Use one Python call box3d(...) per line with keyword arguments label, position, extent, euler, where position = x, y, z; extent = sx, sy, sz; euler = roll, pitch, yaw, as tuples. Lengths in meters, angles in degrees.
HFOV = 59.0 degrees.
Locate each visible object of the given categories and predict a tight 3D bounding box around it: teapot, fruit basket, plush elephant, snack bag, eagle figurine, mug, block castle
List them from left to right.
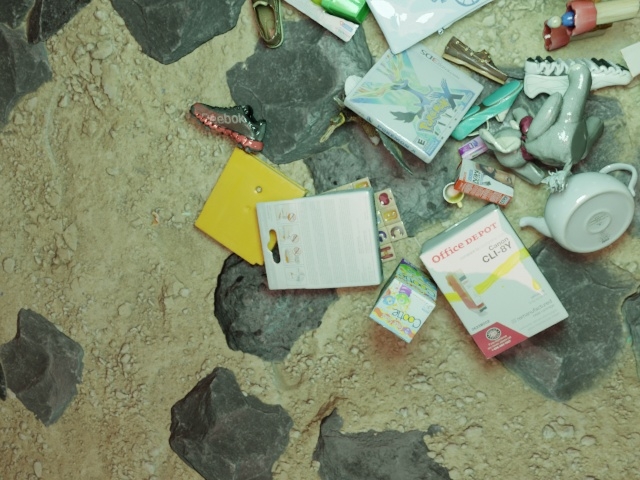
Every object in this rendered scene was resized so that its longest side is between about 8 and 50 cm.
box3d(label="fruit basket", position=(0.029, -0.824, 1.680), extent=(0.353, 0.165, 0.327), euler=(36, 107, 12))
box3d(label="eagle figurine", position=(0.185, -0.348, 1.711), extent=(0.298, 0.225, 0.226), euler=(22, 98, 22))
box3d(label="snack bag", position=(0.278, -0.732, 1.576), extent=(0.342, 0.037, 0.323), euler=(-29, 109, 15))
box3d(label="mug", position=(0.413, -0.144, 1.757), extent=(0.062, 0.064, 0.078), euler=(5, 102, 12))
box3d(label="plush elephant", position=(0.610, -0.290, 1.600), extent=(0.255, 0.272, 0.330), euler=(16, 75, 42))
box3d(label="block castle", position=(0.647, -0.748, 1.464), extent=(0.212, 0.303, 0.453), euler=(-7, 99, 8))
box3d(label="teapot", position=(0.754, -0.104, 1.630), extent=(0.256, 0.187, 0.253), euler=(4, 123, -14))

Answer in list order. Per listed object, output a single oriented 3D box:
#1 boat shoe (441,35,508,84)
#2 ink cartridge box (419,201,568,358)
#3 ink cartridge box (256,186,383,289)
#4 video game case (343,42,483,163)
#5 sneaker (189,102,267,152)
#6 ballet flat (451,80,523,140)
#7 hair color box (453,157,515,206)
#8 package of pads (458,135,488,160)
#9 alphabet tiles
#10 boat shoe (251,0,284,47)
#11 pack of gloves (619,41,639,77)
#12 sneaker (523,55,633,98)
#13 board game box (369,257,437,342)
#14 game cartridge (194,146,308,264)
box3d(label="boat shoe", position=(0.463, -0.531, 1.665), extent=(0.207, 0.073, 0.073), euler=(29, 108, 6))
box3d(label="ink cartridge box", position=(0.519, 0.118, 1.732), extent=(0.279, 0.160, 0.385), euler=(-33, 92, 17))
box3d(label="ink cartridge box", position=(0.000, 0.000, 1.862), extent=(0.385, 0.091, 0.308), euler=(-4, 102, 17))
box3d(label="video game case", position=(0.277, -0.423, 1.646), extent=(0.300, 0.036, 0.329), euler=(36, 67, 4))
box3d(label="sneaker", position=(-0.295, -0.401, 1.859), extent=(0.276, 0.097, 0.135), euler=(28, 106, 5))
box3d(label="ballet flat", position=(0.498, -0.379, 1.693), extent=(0.247, 0.083, 0.087), euler=(-29, 117, 17))
box3d(label="hair color box", position=(0.492, -0.176, 1.701), extent=(0.167, 0.093, 0.053), euler=(19, 145, 0))
box3d(label="package of pads", position=(0.465, -0.280, 1.725), extent=(0.083, 0.050, 0.032), euler=(-30, 131, 17))
box3d(label="alphabet tiles", position=(0.099, -0.040, 1.879), extent=(0.342, 0.011, 0.285), euler=(-18, 96, 16))
box3d(label="boat shoe", position=(-0.172, -0.738, 1.764), extent=(0.095, 0.095, 0.257), euler=(-15, 97, 16))
box3d(label="pack of gloves", position=(0.943, -0.475, 1.558), extent=(0.232, 0.046, 0.195), euler=(-28, 92, -10))
box3d(label="sneaker", position=(0.727, -0.457, 1.612), extent=(0.292, 0.110, 0.118), euler=(6, 120, 12))
box3d(label="board game box", position=(0.263, 0.176, 1.744), extent=(0.144, 0.275, 0.142), euler=(33, 106, 5))
box3d(label="game cartridge", position=(-0.240, -0.111, 1.931), extent=(0.285, 0.052, 0.324), euler=(34, 109, 5))
